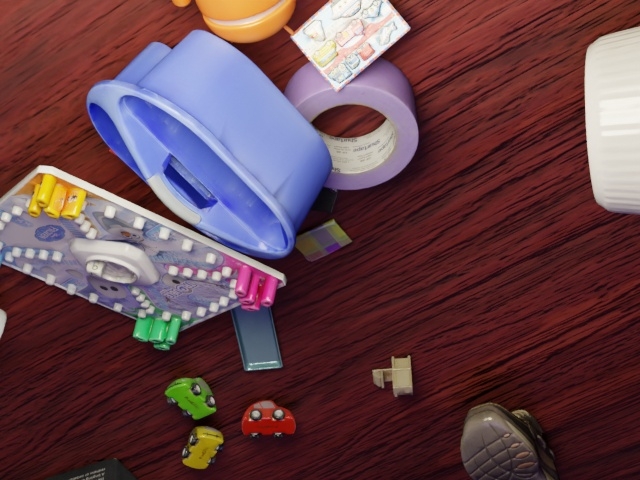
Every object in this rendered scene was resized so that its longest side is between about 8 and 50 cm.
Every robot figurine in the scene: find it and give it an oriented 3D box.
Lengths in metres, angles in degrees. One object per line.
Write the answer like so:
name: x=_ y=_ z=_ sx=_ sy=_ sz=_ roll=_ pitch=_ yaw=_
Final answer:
robot figurine: x=-0.105 y=-0.335 z=1.537 sx=0.158 sy=0.128 sz=0.219 roll=-36 pitch=135 yaw=-15

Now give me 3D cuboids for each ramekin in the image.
ramekin: x=0.423 y=-0.156 z=1.645 sx=0.127 sy=0.273 sz=0.273 roll=-3 pitch=136 yaw=18

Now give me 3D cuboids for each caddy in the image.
caddy: x=-0.150 y=-0.112 z=1.643 sx=0.341 sy=0.179 sz=0.241 roll=45 pitch=155 yaw=-26

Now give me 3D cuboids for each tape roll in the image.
tape roll: x=0.040 y=-0.165 z=1.741 sx=0.189 sy=0.080 sz=0.189 roll=-2 pitch=135 yaw=-2

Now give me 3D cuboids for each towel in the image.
towel: x=0.000 y=0.000 z=1.950 sx=0.083 sy=0.009 sz=0.060 roll=-26 pitch=129 yaw=21

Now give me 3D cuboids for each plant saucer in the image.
plant saucer: x=-0.108 y=0.149 z=2.088 sx=0.067 sy=0.018 sz=0.192 roll=-5 pitch=135 yaw=3

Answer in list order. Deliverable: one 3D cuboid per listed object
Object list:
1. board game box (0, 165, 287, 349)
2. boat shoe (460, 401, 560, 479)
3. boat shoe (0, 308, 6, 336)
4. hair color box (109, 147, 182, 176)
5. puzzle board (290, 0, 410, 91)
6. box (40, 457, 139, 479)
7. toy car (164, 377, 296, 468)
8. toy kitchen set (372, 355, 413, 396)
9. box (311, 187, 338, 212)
board game box: x=-0.308 y=0.044 z=1.846 sx=0.390 sy=0.050 sz=0.390 roll=26 pitch=152 yaw=-24
boat shoe: x=0.338 y=0.376 z=2.250 sx=0.132 sy=0.130 sz=0.355 roll=-15 pitch=139 yaw=17
boat shoe: x=-0.623 y=0.193 z=2.054 sx=0.094 sy=0.109 sz=0.302 roll=32 pitch=128 yaw=-26
hair color box: x=-0.229 y=-0.124 z=1.777 sx=0.141 sy=0.072 sz=0.043 roll=34 pitch=126 yaw=-29
puzzle board: x=0.038 y=-0.271 z=1.628 sx=0.128 sy=0.011 sz=0.096 roll=-40 pitch=95 yaw=11
box: x=-0.400 y=0.756 z=2.358 sx=0.297 sy=0.472 sz=0.480 roll=-19 pitch=133 yaw=17
toy car: x=-0.189 y=0.301 z=2.210 sx=0.239 sy=0.053 sz=0.225 roll=-25 pitch=130 yaw=21
toy kitchen set: x=0.125 y=0.254 z=2.157 sx=0.068 sy=0.075 sz=0.083 roll=-4 pitch=130 yaw=4
box: x=-0.018 y=-0.084 z=1.837 sx=0.083 sy=0.052 sz=0.062 roll=8 pitch=135 yaw=-11
